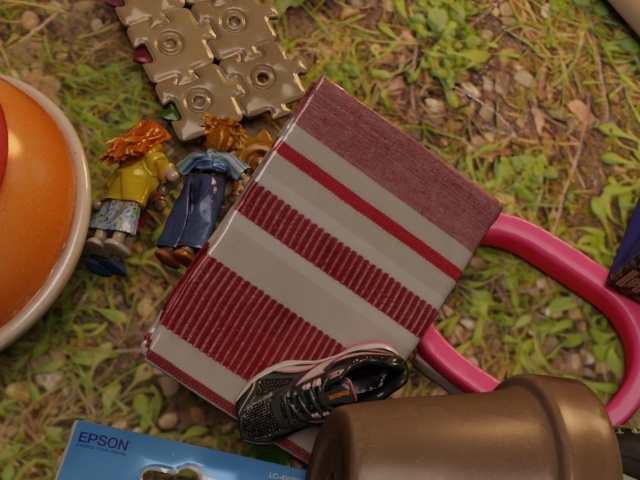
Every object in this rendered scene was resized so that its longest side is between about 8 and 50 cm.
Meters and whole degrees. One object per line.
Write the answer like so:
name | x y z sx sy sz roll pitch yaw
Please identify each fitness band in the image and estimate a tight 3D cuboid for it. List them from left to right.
fitness band | 0.217 0.090 1.404 0.290 0.054 0.209 34 68 9

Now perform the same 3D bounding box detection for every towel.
towel | 0.004 0.035 1.301 0.237 0.037 0.329 35 83 -14

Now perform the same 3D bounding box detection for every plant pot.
plant pot | 0.113 0.236 1.193 0.229 0.263 0.263 12 65 -15

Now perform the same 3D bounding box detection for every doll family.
doll family | -0.144 -0.052 1.361 0.262 0.118 0.163 6 63 26

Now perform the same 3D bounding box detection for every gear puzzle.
gear puzzle | -0.112 -0.191 1.513 0.175 0.044 0.339 -22 73 -15

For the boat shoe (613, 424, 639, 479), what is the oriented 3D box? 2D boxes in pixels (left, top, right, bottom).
boat shoe | 0.318 0.225 1.336 0.227 0.081 0.069 17 70 -8

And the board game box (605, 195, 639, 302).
board game box | 0.489 0.000 1.391 0.291 0.141 0.232 29 65 -2

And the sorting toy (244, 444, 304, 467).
sorting toy | -0.035 0.210 1.342 0.061 0.042 0.102 20 77 21

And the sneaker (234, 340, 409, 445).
sneaker | 0.003 0.141 1.247 0.178 0.077 0.072 -25 97 -13

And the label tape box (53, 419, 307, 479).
label tape box | -0.156 0.367 1.221 0.249 0.115 0.348 12 62 1

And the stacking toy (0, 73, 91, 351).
stacking toy | -0.441 -0.099 1.182 0.350 0.480 0.351 -5 66 11

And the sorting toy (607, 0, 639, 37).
sorting toy | 0.452 -0.303 1.604 0.196 0.047 0.348 -32 72 -12
